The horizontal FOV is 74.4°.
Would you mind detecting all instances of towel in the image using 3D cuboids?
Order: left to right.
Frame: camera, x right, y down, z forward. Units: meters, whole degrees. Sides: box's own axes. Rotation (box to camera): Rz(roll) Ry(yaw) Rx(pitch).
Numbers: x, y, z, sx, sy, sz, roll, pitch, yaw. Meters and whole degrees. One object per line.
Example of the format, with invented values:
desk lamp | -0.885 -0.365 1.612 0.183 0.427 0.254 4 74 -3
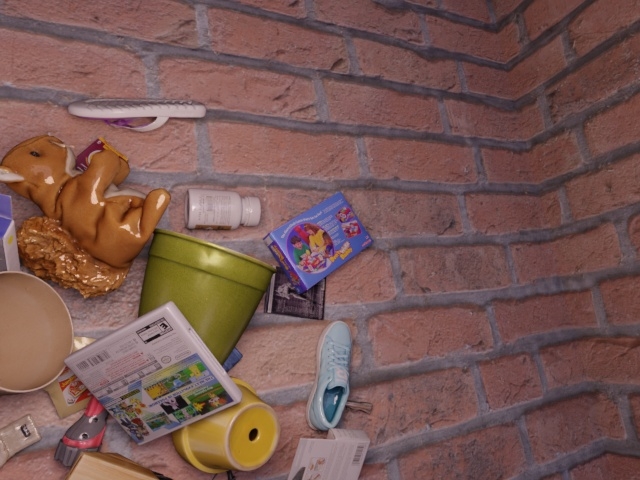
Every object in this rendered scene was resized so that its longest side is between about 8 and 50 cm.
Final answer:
towel | -0.304 0.379 1.311 0.119 0.029 0.067 -42 95 -30

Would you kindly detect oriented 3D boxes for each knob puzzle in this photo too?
knob puzzle | -0.644 0.349 1.141 0.212 0.030 0.214 2 86 -33

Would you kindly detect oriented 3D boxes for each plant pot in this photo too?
plant pot | -0.775 0.236 0.996 0.190 0.284 0.285 -19 83 11
plant pot | -0.349 0.195 1.186 0.366 0.366 0.354 21 79 -20
plant pot | -0.241 0.511 1.153 0.253 0.238 0.255 8 77 -40

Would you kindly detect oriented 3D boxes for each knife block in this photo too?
knife block | -0.465 0.622 1.050 0.241 0.276 0.088 19 64 12

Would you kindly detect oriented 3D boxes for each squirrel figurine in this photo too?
squirrel figurine | -0.640 -0.062 1.083 0.370 0.281 0.397 29 91 -24

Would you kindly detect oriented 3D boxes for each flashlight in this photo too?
flashlight | -0.585 0.414 1.098 0.103 0.103 0.305 20 78 -28

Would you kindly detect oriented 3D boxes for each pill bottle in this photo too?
pill bottle | -0.320 -0.099 1.381 0.229 0.131 0.131 1 75 -25

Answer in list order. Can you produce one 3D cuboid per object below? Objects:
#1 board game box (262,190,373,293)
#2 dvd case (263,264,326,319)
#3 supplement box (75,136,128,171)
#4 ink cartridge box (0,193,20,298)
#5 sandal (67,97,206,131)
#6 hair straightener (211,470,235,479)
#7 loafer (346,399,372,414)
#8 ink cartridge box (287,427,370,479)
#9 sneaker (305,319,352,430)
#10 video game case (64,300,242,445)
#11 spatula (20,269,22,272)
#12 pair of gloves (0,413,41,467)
board game box | 0.000 0.000 1.527 0.347 0.078 0.234 -33 89 -32
dvd case | -0.085 0.185 1.480 0.221 0.018 0.165 12 71 -23
supplement box | -0.683 -0.203 1.262 0.104 0.080 0.188 40 63 -11
ink cartridge box | -0.884 -0.002 0.976 0.303 0.307 0.072 12 40 -16
sandal | -0.570 -0.394 1.356 0.415 0.169 0.103 -10 120 -28
hair straightener | -0.270 0.772 1.204 0.088 0.047 0.231 -6 78 -28
loafer | 0.126 0.578 1.458 0.125 0.045 0.039 15 76 -25
ink cartridge box | 0.003 0.709 1.284 0.238 0.060 0.276 14 98 -21
sneaker | 0.057 0.444 1.400 0.135 0.150 0.367 19 68 -21
video game case | -0.404 0.334 1.024 0.328 0.036 0.300 -27 106 14
spatula | -0.873 0.105 1.118 0.168 0.019 0.242 -33 91 -29
pair of gloves | -0.840 0.450 1.023 0.204 0.042 0.240 -35 94 -33
